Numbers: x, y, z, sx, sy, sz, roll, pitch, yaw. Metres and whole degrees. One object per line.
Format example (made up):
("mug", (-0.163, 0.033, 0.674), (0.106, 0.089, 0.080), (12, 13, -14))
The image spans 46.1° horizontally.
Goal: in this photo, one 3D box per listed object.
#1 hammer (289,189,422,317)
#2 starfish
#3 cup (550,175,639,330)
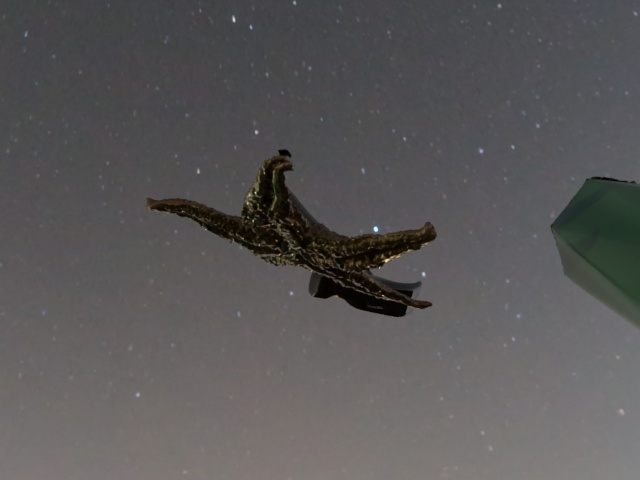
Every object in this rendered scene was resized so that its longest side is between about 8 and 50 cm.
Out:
("hammer", (-0.007, -0.007, 1.046), (0.168, 0.440, 0.044), (15, -75, -27))
("starfish", (-0.001, 0.005, 0.666), (0.295, 0.048, 0.231), (26, -22, -17))
("cup", (0.291, 0.019, 0.603), (0.134, 0.235, 0.148), (7, -73, -18))
